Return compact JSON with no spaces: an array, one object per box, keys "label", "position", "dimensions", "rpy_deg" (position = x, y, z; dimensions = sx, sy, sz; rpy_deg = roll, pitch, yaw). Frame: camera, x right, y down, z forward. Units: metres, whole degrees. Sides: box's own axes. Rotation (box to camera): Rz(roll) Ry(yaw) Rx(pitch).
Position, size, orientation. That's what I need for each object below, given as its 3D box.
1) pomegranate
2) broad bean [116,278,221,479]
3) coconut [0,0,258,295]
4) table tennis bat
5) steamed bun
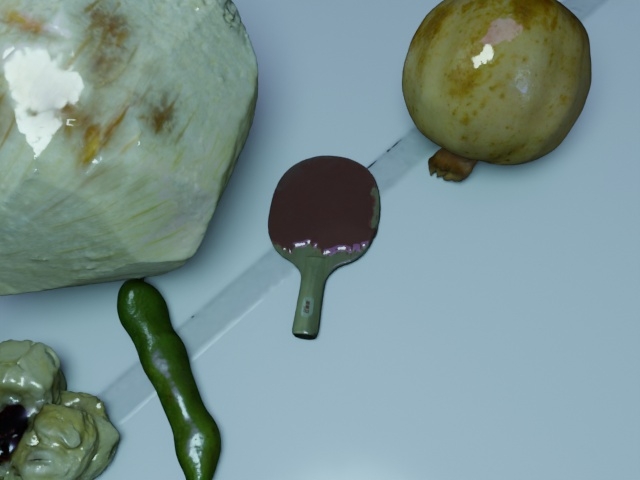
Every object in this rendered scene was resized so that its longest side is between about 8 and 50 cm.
[{"label":"pomegranate","position":[0.192,-0.177,0.738],"dimensions":[0.207,0.207,0.207],"rpy_deg":[-3,64,5]},{"label":"broad bean","position":[-0.158,0.143,0.712],"dimensions":[0.053,0.052,0.256],"rpy_deg":[-43,62,32]},{"label":"coconut","position":[-0.271,-0.124,0.688],"dimensions":[0.416,0.344,0.415],"rpy_deg":[-3,60,5]},{"label":"table tennis bat","position":[0.000,0.000,0.778],"dimensions":[0.131,0.022,0.234],"rpy_deg":[4,63,8]},{"label":"steamed bun","position":[-0.321,0.196,0.669],"dimensions":[0.192,0.106,0.177],"rpy_deg":[-41,65,-12]}]
